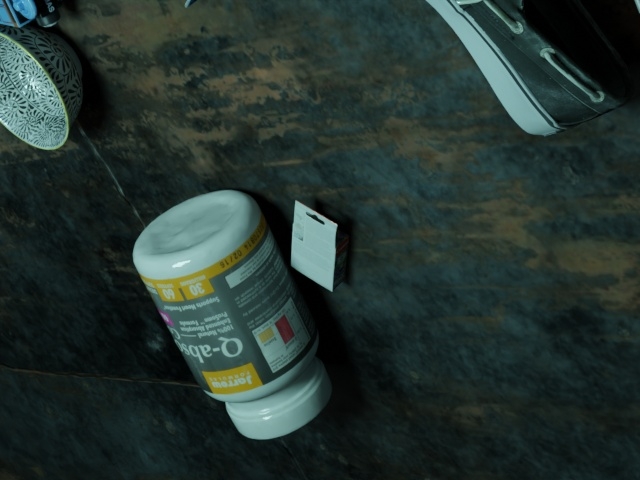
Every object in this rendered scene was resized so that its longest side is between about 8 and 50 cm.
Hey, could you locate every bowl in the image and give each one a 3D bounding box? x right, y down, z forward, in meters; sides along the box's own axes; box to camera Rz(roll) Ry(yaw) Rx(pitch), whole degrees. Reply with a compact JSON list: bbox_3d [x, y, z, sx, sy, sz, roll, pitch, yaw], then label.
[{"bbox_3d":[-0.342,-0.202,1.777,0.170,0.080,0.170,29,144,25],"label":"bowl"}]

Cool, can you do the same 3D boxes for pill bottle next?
[{"bbox_3d":[-0.097,0.092,1.746,0.162,0.162,0.278,5,129,45],"label":"pill bottle"}]

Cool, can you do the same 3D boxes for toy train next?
[{"bbox_3d":[-0.355,-0.327,1.662,0.105,0.080,0.184,15,136,47],"label":"toy train"}]

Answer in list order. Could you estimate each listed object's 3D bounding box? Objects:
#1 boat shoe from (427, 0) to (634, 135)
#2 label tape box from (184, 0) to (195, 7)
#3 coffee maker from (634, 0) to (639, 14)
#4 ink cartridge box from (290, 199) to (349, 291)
[{"bbox_3d":[0.142,-0.214,1.162,0.105,0.113,0.306,-16,116,47],"label":"boat shoe"},{"bbox_3d":[-0.013,-0.355,1.105,0.106,0.240,0.333,45,147,0],"label":"label tape box"},{"bbox_3d":[0.279,-0.249,1.035,0.171,0.120,0.178,-20,113,30],"label":"coffee maker"},{"bbox_3d":[0.000,0.000,1.662,0.063,0.029,0.115,31,143,22],"label":"ink cartridge box"}]
